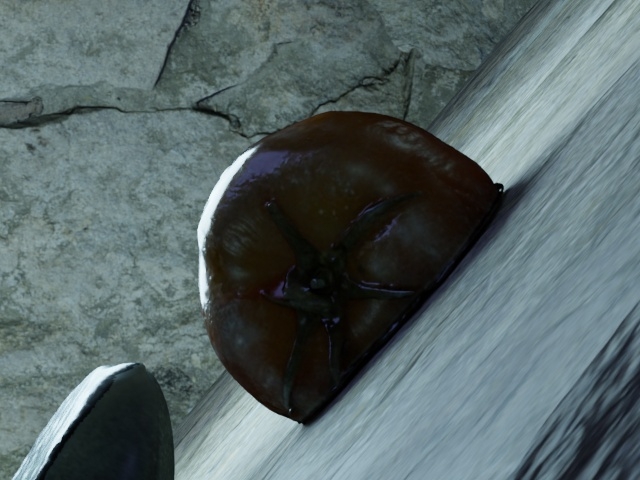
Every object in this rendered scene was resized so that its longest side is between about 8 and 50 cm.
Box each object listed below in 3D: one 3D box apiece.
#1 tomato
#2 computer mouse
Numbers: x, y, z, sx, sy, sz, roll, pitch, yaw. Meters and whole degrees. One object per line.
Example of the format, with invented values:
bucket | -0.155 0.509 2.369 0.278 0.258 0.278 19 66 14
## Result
tomato | 0.000 0.000 1.284 0.214 0.155 0.181 -50 -3 19
computer mouse | -0.192 0.247 1.312 0.203 0.114 0.374 -42 14 55
